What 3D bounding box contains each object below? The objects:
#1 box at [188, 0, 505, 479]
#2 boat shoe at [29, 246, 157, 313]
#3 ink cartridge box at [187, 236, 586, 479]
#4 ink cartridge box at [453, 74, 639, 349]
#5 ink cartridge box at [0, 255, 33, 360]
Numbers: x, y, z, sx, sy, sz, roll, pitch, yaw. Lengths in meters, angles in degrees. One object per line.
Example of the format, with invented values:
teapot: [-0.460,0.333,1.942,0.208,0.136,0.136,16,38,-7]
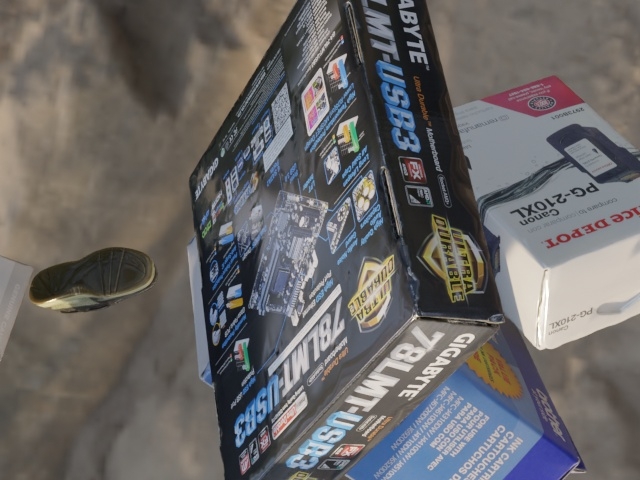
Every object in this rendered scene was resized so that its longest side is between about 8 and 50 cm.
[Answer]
box: [0.000,0.000,1.070,0.295,0.073,0.293,-53,40,48]
boat shoe: [-0.226,0.043,1.577,0.152,0.049,0.056,-8,64,28]
ink cartridge box: [0.074,0.117,1.446,0.151,0.395,0.270,-46,23,15]
ink cartridge box: [0.205,-0.031,1.394,0.237,0.172,0.100,51,152,43]
ink cartridge box: [-0.450,0.122,1.561,0.066,0.261,0.296,13,81,39]
